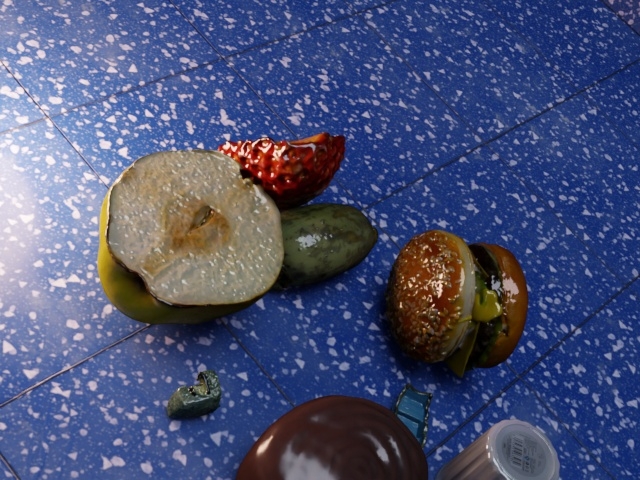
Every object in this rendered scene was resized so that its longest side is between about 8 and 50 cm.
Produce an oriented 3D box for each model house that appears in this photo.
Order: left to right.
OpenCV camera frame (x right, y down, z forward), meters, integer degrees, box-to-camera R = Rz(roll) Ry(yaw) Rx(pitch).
[{"bbox_3d":[-0.222,0.270,1.823,0.083,0.079,0.066,-6,55,-32],"label":"model house"}]

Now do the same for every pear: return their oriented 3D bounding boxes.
[{"bbox_3d":[-0.257,0.023,1.934,0.340,0.191,0.386,43,45,5],"label":"pear"}]

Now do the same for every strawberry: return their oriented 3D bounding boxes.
[{"bbox_3d":[-0.071,-0.134,2.102,0.265,0.336,0.149,-3,92,-13],"label":"strawberry"}]

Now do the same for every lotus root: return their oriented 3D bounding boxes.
[{"bbox_3d":[0.000,0.000,2.134,0.309,0.173,0.173,-18,63,-41],"label":"lotus root"}]

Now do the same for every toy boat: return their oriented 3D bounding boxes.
[{"bbox_3d":[0.169,0.352,1.973,0.075,0.077,0.185,27,45,-7],"label":"toy boat"}]

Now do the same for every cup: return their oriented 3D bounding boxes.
[{"bbox_3d":[0.345,0.443,1.905,0.221,0.202,0.167,25,47,-6],"label":"cup"}]

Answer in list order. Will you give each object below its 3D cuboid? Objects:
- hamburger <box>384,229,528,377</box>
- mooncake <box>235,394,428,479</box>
[{"bbox_3d":[0.259,0.121,2.094,0.225,0.291,0.291,8,50,-23],"label":"hamburger"},{"bbox_3d":[0.022,0.419,1.770,0.325,0.174,0.334,17,46,-19],"label":"mooncake"}]
